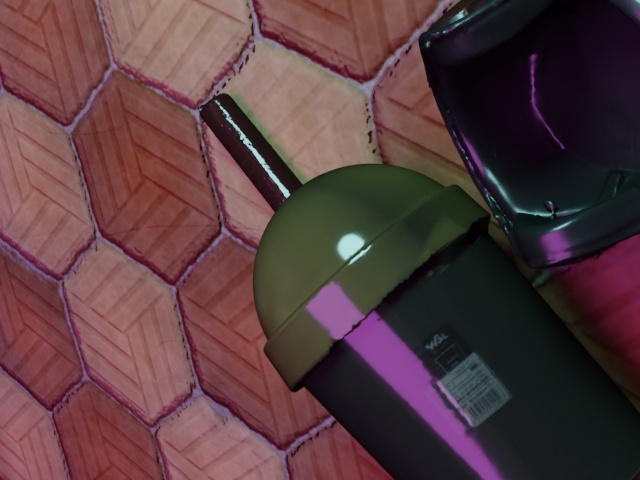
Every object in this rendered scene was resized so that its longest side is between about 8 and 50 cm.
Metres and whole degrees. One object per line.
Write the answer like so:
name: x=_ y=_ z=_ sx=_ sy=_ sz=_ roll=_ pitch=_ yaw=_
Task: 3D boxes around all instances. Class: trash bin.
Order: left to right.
trash bin: x=0.089 y=0.085 z=0.796 sx=0.334 sy=0.214 sz=0.214 roll=46 pitch=131 yaw=8

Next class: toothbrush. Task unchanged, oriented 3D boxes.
toothbrush: x=0.001 y=0.000 z=0.953 sx=0.364 sy=0.041 sz=0.041 roll=52 pitch=132 yaw=13

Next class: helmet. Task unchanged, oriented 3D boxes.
helmet: x=0.171 y=-0.095 z=0.657 sx=0.216 sy=0.193 sz=0.189 roll=-17 pitch=102 yaw=52
